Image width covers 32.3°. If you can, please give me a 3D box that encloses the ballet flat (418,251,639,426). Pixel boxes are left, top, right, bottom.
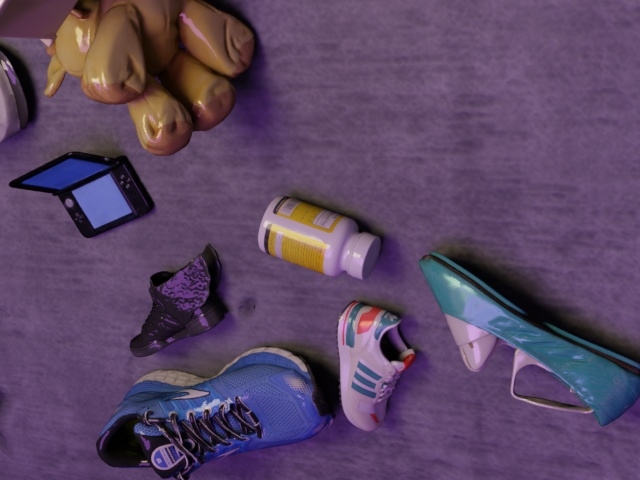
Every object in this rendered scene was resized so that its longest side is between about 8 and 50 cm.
[{"bbox_3d":[0.189,0.103,1.068,0.247,0.083,0.087,29,87,9],"label":"ballet flat"}]

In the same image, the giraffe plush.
[{"bbox_3d":[-0.196,-0.191,1.089,0.170,0.181,0.210,-3,122,50],"label":"giraffe plush"}]

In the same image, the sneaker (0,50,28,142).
[{"bbox_3d":[-0.548,-0.175,1.270,0.411,0.182,0.158,10,121,25],"label":"sneaker"}]

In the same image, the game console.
[{"bbox_3d":[-0.273,-0.050,1.259,0.122,0.071,0.107,-19,106,36],"label":"game console"}]

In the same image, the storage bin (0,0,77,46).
[{"bbox_3d":[-0.275,-0.342,0.924,0.260,0.123,0.262,42,109,10],"label":"storage bin"}]

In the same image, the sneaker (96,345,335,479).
[{"bbox_3d":[-0.129,0.221,1.287,0.330,0.147,0.129,-17,108,35],"label":"sneaker"}]

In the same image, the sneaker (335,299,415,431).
[{"bbox_3d":[0.064,0.143,1.189,0.075,0.057,0.161,9,118,31],"label":"sneaker"}]

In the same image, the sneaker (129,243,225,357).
[{"bbox_3d":[-0.175,0.073,1.292,0.170,0.051,0.089,-23,104,32],"label":"sneaker"}]

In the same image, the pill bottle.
[{"bbox_3d":[0.000,0.000,1.137,0.116,0.065,0.065,20,125,19],"label":"pill bottle"}]
